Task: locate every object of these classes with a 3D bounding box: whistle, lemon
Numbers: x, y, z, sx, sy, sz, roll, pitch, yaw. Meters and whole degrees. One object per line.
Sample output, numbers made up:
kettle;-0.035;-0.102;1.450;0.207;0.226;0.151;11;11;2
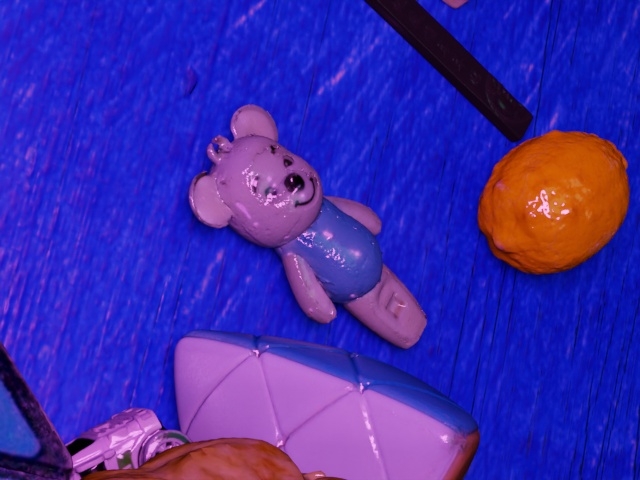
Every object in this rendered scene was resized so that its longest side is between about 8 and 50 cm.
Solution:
whistle;0.000;0.000;1.286;0.235;0.077;0.114;43;54;-21
lemon;0.198;-0.035;1.396;0.155;0.114;0.114;-37;101;-33

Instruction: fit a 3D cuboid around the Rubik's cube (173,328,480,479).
Rubik's cube;0.052;0.158;1.203;0.254;0.254;0.254;7;77;-32

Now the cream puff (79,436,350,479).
cream puff;-0.050;0.287;0.946;0.291;0.257;0.324;-4;46;-50

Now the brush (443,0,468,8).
brush;0.057;-0.253;1.396;0.178;0.033;0.030;31;52;-25

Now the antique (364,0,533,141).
antique;0.110;-0.156;1.420;0.192;0.015;0.031;41;62;-20

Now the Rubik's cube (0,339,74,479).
Rubik's cube;-0.337;0.105;0.939;0.259;0.255;0.260;-38;102;-32

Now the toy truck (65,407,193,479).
toy truck;-0.118;0.248;1.144;0.124;0.114;0.253;-21;93;-23
